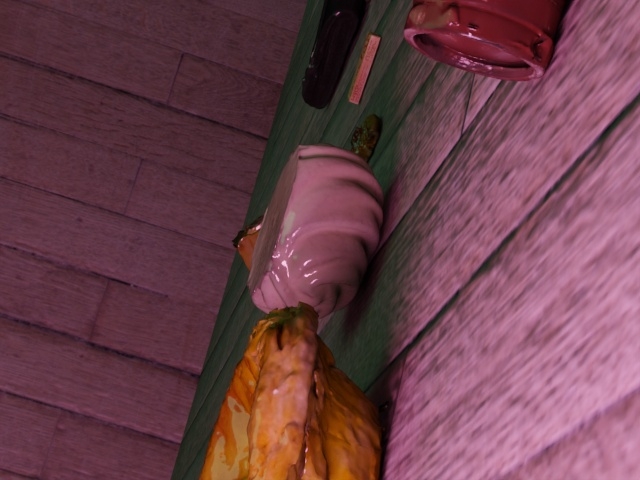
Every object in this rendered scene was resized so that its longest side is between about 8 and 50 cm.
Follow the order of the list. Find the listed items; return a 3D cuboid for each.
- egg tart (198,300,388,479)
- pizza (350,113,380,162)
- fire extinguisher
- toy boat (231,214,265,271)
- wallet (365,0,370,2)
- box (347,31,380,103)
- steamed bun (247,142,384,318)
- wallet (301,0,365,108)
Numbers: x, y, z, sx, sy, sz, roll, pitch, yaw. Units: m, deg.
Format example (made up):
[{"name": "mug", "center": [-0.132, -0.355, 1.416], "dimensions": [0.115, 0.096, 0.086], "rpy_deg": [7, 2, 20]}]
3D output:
[{"name": "egg tart", "center": [-0.026, 0.186, 1.017], "dimensions": [0.295, 0.116, 0.294], "rpy_deg": [-161, 90, -82]}, {"name": "pizza", "center": [0.045, -0.107, 1.578], "dimensions": [0.083, 0.025, 0.078], "rpy_deg": [-111, 42, -79]}, {"name": "fire extinguisher", "center": [0.129, -0.243, 0.881], "dimensions": [0.105, 0.105, 0.268], "rpy_deg": [166, 121, -83]}, {"name": "toy boat", "center": [-0.036, 0.005, 1.617], "dimensions": [0.115, 0.089, 0.310], "rpy_deg": [-31, 0, -3]}, {"name": "wallet", "center": [0.088, -0.431, 2.030], "dimensions": [0.118, 0.039, 0.152], "rpy_deg": [-77, 4, -49]}, {"name": "box", "center": [0.057, -0.228, 1.846], "dimensions": [0.058, 0.015, 0.093], "rpy_deg": [-93, 21, -77]}, {"name": "steamed bun", "center": [0.000, 0.000, 1.330], "dimensions": [0.183, 0.106, 0.182], "rpy_deg": [-165, 90, -81]}, {"name": "wallet", "center": [0.043, -0.432, 2.297], "dimensions": [0.228, 0.062, 0.406], "rpy_deg": [116, 170, -52]}]
